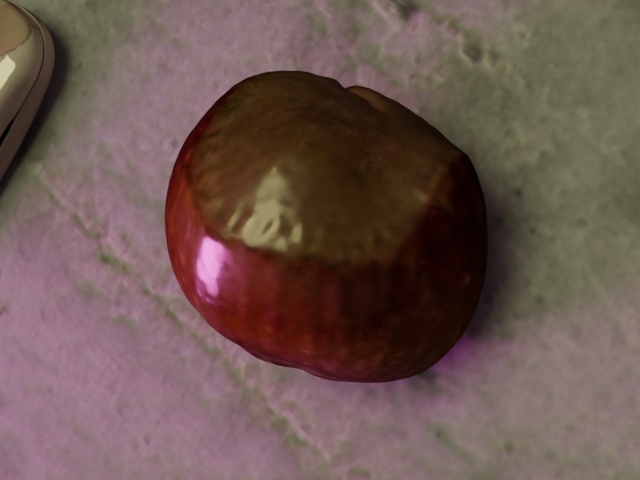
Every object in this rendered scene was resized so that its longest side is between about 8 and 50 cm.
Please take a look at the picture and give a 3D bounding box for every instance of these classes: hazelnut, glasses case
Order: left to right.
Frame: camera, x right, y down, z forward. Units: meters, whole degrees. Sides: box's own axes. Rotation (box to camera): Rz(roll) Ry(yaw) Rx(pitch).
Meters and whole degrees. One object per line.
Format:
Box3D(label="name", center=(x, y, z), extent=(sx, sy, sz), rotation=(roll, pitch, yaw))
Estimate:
Box3D(label="glasses case", center=(-0.222, -0.046, 0.865), extent=(0.081, 0.051, 0.204), rotation=(35, 98, 30))
Box3D(label="hazelnut", center=(0.000, 0.000, 0.685), extent=(0.154, 0.143, 0.143), rotation=(25, 92, 16))
